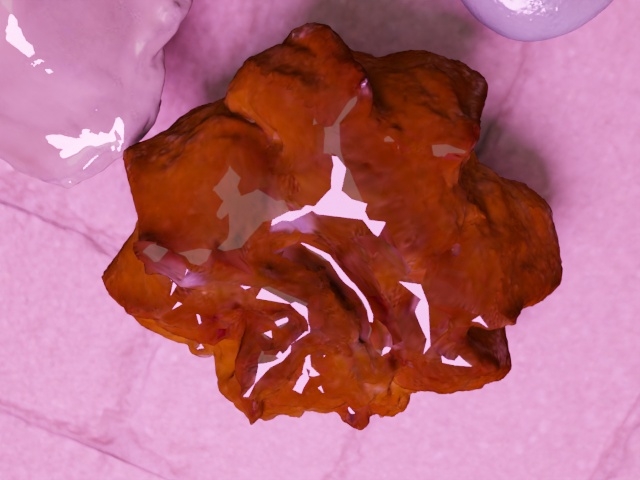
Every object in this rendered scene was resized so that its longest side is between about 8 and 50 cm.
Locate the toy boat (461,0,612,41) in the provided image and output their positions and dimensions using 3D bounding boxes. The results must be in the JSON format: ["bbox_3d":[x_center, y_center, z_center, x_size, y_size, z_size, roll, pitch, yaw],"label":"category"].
[{"bbox_3d":[0.128,-0.212,0.399,0.134,0.079,0.207,12,106,3],"label":"toy boat"}]

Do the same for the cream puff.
[{"bbox_3d":[0.000,0.000,0.447,0.269,0.155,0.241,-17,108,7],"label":"cream puff"}]

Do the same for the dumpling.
[{"bbox_3d":[-0.153,-0.156,0.436,0.163,0.132,0.250,-8,89,21],"label":"dumpling"}]
